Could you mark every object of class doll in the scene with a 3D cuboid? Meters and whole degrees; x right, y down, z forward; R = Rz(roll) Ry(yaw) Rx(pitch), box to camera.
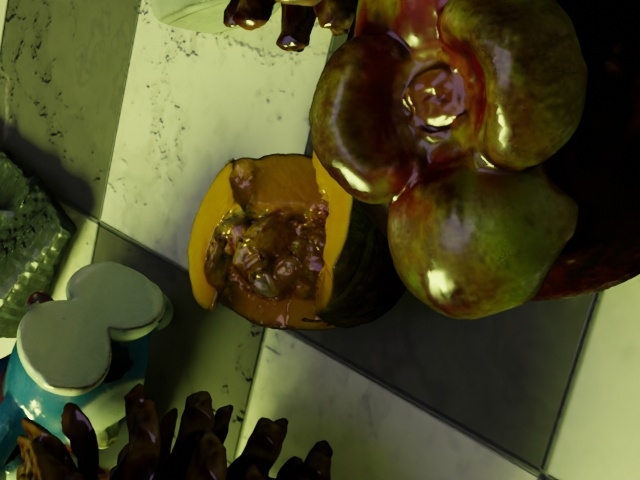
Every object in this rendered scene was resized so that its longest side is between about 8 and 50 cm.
[{"bbox_3d":[-0.204,0.136,0.733,0.161,0.215,0.257,45,135,11],"label":"doll"}]

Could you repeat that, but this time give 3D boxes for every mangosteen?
[{"bbox_3d":[0.093,-0.066,0.429,0.210,0.210,0.210,0,89,44],"label":"mangosteen"}]

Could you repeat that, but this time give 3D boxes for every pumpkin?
[{"bbox_3d":[0.000,0.000,0.583,0.183,0.108,0.119,-4,80,53],"label":"pumpkin"}]

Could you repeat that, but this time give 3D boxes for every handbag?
[{"bbox_3d":[-0.349,-0.008,0.942,0.270,0.089,0.175,36,106,38],"label":"handbag"}]

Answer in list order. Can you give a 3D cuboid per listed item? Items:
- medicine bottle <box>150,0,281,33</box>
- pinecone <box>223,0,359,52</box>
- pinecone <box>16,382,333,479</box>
[{"bbox_3d":[-0.082,-0.259,0.688,0.119,0.069,0.183,-6,87,45],"label":"medicine bottle"},{"bbox_3d":[-0.017,-0.213,0.551,0.208,0.208,0.207,0,89,44],"label":"pinecone"},{"bbox_3d":[-0.080,0.217,0.567,0.264,0.264,0.264,0,89,44],"label":"pinecone"}]
